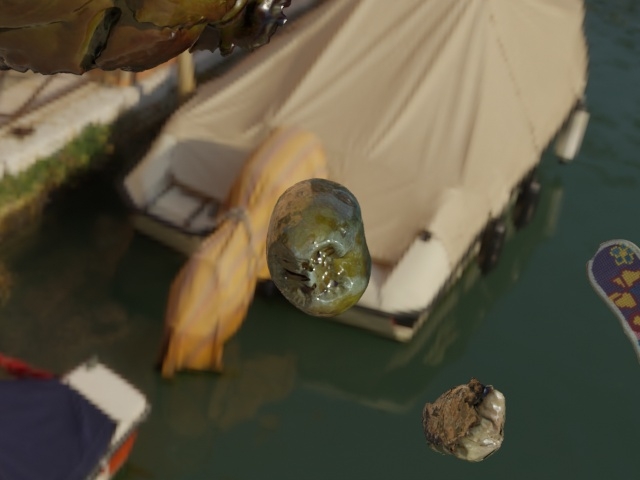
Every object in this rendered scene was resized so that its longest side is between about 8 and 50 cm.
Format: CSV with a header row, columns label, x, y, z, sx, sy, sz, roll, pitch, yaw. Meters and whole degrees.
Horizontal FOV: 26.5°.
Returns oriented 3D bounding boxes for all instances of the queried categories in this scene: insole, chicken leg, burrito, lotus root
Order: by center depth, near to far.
label,x,y,z,sx,sy,sz,roll,pitch,yaw
chicken leg,-0.059,-0.176,0.686,0.361,0.211,0.140,-15,62,14
burrito,0.094,0.119,0.892,0.042,0.051,0.171,29,-7,-1
insole,0.282,0.079,1.119,0.197,0.065,0.004,63,12,27
lotus root,0.000,0.000,1.222,0.088,0.113,0.192,-16,18,8
